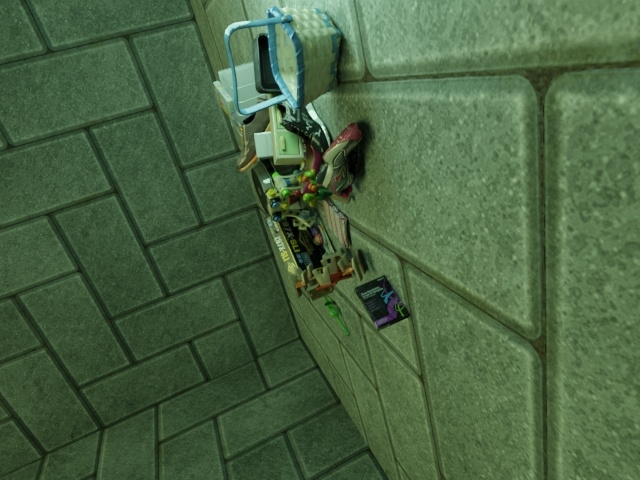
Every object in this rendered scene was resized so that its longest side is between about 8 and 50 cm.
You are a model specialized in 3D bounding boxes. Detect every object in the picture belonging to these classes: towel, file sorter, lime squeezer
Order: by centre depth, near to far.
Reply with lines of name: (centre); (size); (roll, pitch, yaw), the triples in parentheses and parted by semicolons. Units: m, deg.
towel: (0.063, -0.075, 1.610); (0.197, 0.029, 0.144); (-125, 19, -49)
file sorter: (-0.319, -0.632, 1.857); (0.173, 0.193, 0.277); (54, 161, 36)
lime squeezer: (0.071, 0.374, 2.221); (0.110, 0.059, 0.310); (38, -168, -48)

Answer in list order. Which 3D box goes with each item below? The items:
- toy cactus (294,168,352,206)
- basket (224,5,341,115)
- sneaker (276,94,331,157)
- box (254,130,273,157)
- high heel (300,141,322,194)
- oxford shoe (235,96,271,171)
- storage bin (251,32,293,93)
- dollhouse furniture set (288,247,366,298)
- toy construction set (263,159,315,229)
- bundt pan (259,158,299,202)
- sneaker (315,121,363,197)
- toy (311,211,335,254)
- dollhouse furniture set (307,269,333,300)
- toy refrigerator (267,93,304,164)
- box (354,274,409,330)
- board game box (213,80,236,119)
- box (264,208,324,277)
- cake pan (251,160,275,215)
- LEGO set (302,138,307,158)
toy cactus: (0.018, -0.172, 1.381); (0.180, 0.219, 0.112); (29, 125, 6)
basket: (-0.101, -0.470, 1.081); (0.201, 0.289, 0.255); (56, 159, 23)
sneaker: (-0.064, -0.389, 1.405); (0.283, 0.124, 0.107); (63, 165, 18)
box: (-0.219, -0.395, 1.694); (0.101, 0.087, 0.102); (-60, -37, -82)
high heel: (-0.049, -0.293, 1.506); (0.082, 0.117, 0.244); (-139, 30, -62)
oxford shoe: (-0.304, -0.466, 1.795); (0.363, 0.133, 0.130); (-53, 31, 28)
storage bin: (-0.162, -0.602, 1.393); (0.084, 0.122, 0.180); (-150, 55, -68)
dollhouse furniture set: (0.050, 0.131, 1.561); (0.135, 0.262, 0.259); (69, -160, -9)
toy construction set: (-0.125, -0.179, 1.759); (0.151, 0.215, 0.327); (53, 160, 40)
bundt pan: (-0.185, -0.318, 1.961); (0.331, 0.124, 0.331); (59, 163, 31)
sneaker: (0.075, -0.232, 1.194); (0.112, 0.121, 0.299); (37, 160, 5)
toy: (0.000, 0.000, 1.886); (0.237, 0.056, 0.137); (64, 164, 17)
dollhouse furniture set: (-0.012, 0.208, 2.096); (0.144, 0.123, 0.151); (64, 165, 16)
toy refrigerator: (-0.128, -0.422, 1.495); (0.094, 0.102, 0.269); (156, 109, -76)
box: (0.199, 0.201, 1.327); (0.162, 0.116, 0.029); (59, 161, 32)
board game box: (-0.428, -0.626, 1.821); (0.154, 0.026, 0.103); (54, 160, 28)
box: (-0.109, 0.009, 1.947); (0.079, 0.257, 0.322); (-29, 80, 33)
cake pan: (-0.280, -0.252, 2.049); (0.293, 0.054, 0.293); (159, 90, -76)
LEGO set: (-0.127, -0.387, 1.676); (0.132, 0.107, 0.287); (71, 165, -13)
